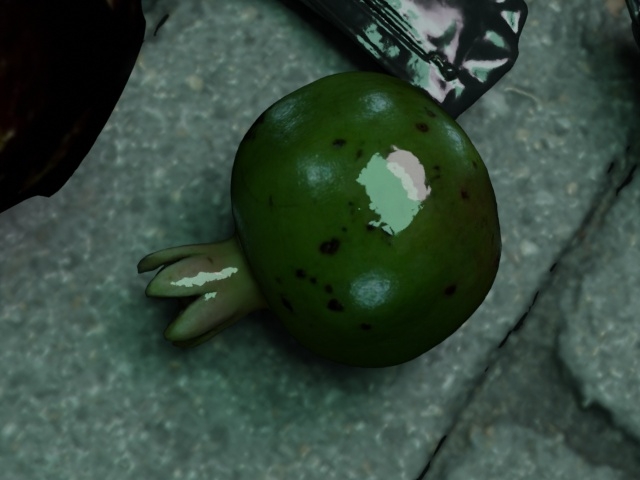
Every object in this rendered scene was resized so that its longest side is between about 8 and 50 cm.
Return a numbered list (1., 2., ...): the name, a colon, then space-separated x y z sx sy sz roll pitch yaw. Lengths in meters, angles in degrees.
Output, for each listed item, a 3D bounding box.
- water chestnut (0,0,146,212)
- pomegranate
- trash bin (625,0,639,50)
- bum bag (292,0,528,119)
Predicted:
1. water chestnut: -0.275 -0.174 1.051 0.347 0.335 0.335 43 59 -32
2. pomegranate: 0.000 0.000 1.150 0.225 0.187 0.187 -24 76 3
3. trash bin: 0.348 -0.159 1.274 0.234 0.162 0.184 -32 97 -12
4. bum bag: 0.026 -0.185 1.283 0.248 0.060 0.123 43 63 5
